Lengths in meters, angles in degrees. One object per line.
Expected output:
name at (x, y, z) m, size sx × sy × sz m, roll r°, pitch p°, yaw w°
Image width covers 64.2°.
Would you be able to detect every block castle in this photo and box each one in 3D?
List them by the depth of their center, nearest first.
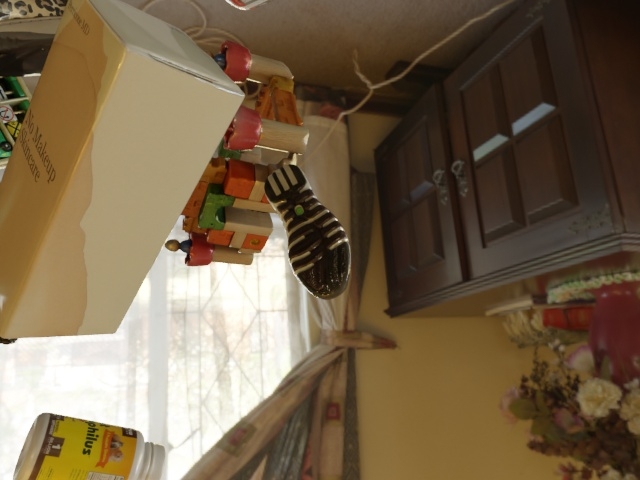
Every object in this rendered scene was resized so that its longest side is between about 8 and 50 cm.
block castle at (-0.212, -0.166, 1.134) m, size 0.212 × 0.303 × 0.453 m, roll 7°, pitch 138°, yaw -24°

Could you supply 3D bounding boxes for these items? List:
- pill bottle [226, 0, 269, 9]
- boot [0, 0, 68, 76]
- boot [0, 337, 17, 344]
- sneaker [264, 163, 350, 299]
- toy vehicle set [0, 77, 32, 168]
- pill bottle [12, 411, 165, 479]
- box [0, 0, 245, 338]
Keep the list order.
pill bottle at (-0.081, -0.702, 1.196) m, size 0.362 × 0.211 × 0.210 m, roll -5°, pitch 167°, yaw 35°
boot at (-0.508, -0.366, 0.670) m, size 0.377 × 0.285 × 0.138 m, roll -22°, pitch 179°, yaw -43°
boot at (-0.701, 0.138, 1.271) m, size 0.347 × 0.260 × 0.131 m, roll 13°, pitch 132°, yaw -14°
sneaker at (0.000, 0.000, 0.929) m, size 0.106 × 0.282 × 0.162 m, roll -27°, pitch 148°, yaw 7°
toy vehicle set at (-0.528, -0.232, 0.749) m, size 0.035 × 0.267 × 0.166 m, roll -17°, pitch -167°, yaw 36°
pill bottle at (-0.376, 0.364, 0.847) m, size 0.214 × 0.117 × 0.117 m, roll 24°, pitch 153°, yaw -27°
box at (-0.220, -0.062, 0.507) m, size 0.121 × 0.148 × 0.311 m, roll 8°, pitch 122°, yaw -49°
